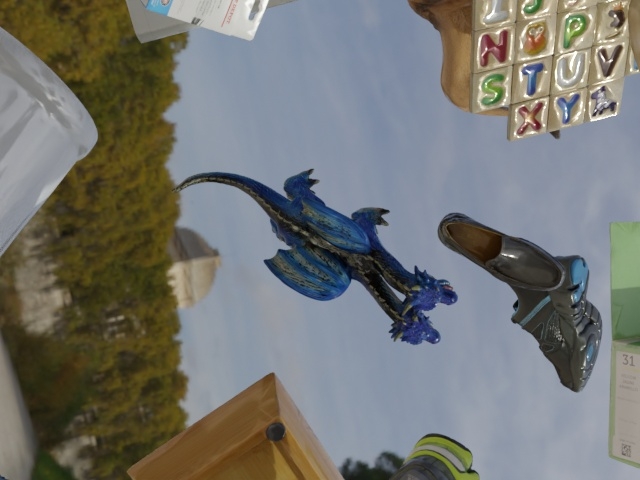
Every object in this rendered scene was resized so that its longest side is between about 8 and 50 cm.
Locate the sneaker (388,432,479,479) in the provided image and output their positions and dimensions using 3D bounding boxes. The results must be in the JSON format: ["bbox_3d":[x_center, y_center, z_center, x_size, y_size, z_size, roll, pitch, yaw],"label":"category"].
[{"bbox_3d":[0.081,0.366,1.013,0.111,0.121,0.300,22,-72,31],"label":"sneaker"}]

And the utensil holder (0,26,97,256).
[{"bbox_3d":[-0.539,-0.084,1.167,0.327,0.385,0.327,30,-18,11],"label":"utensil holder"}]

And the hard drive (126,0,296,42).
[{"bbox_3d":[-0.133,-0.368,1.081,0.307,0.040,0.203,-4,-73,38],"label":"hard drive"}]

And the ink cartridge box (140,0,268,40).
[{"bbox_3d":[-0.080,-0.177,0.631,0.048,0.083,0.028,-64,-144,22],"label":"ink cartridge box"}]

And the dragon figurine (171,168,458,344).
[{"bbox_3d":[0.000,0.000,0.858,0.085,0.289,0.144,-59,-168,17],"label":"dragon figurine"}]

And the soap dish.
[{"bbox_3d":[-0.078,0.356,1.171,0.291,0.229,0.118,59,-7,-14],"label":"soap dish"}]

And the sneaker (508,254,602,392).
[{"bbox_3d":[0.434,0.147,1.660,0.139,0.125,0.341,7,-44,32],"label":"sneaker"}]

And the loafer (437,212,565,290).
[{"bbox_3d":[0.223,0.018,1.116,0.061,0.170,0.062,-8,120,-79],"label":"loafer"}]

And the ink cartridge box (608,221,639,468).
[{"bbox_3d":[0.366,0.098,0.902,0.056,0.171,0.235,7,-82,60],"label":"ink cartridge box"}]

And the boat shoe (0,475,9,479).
[{"bbox_3d":[-0.274,0.332,0.966,0.258,0.089,0.109,42,20,-5],"label":"boat shoe"}]

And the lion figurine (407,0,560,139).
[{"bbox_3d":[0.224,-0.305,1.311,0.142,0.240,0.392,-83,161,-61],"label":"lion figurine"}]

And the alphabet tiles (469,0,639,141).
[{"bbox_3d":[0.318,-0.290,1.117,0.011,0.285,0.343,-120,-160,-51],"label":"alphabet tiles"}]

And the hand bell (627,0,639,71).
[{"bbox_3d":[0.346,-0.171,0.600,0.242,0.126,0.126,-22,-99,51],"label":"hand bell"}]
